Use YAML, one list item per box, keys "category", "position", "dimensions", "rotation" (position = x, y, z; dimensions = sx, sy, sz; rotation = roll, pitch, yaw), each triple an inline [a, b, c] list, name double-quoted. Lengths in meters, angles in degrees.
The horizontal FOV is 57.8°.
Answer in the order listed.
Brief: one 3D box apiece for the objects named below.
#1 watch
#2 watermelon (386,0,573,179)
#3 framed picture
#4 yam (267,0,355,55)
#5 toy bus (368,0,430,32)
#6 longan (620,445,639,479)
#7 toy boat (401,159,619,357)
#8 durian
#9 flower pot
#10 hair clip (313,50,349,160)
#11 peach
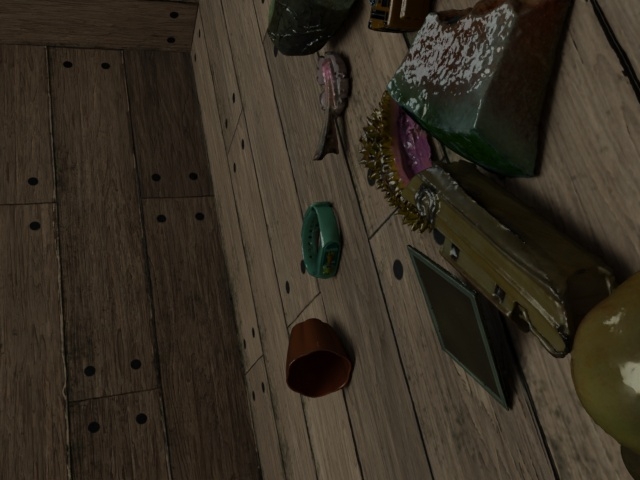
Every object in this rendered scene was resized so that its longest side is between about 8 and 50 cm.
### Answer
- category: "watch"
  position: [0.000, 0.000, 1.705]
  dimensions: [0.195, 0.068, 0.236]
  rotation: [-117, 27, -48]
- category: "watermelon"
  position: [0.234, -0.253, 0.939]
  dimensions: [0.264, 0.151, 0.301]
  rotation: [-132, 42, -58]
- category: "framed picture"
  position: [0.246, 0.150, 1.030]
  dimensions: [0.217, 0.017, 0.274]
  rotation: [46, 162, 58]
- category: "yam"
  position: [-0.029, -0.600, 1.477]
  dimensions: [0.201, 0.202, 0.271]
  rotation: [51, 155, -10]
- category: "toy bus"
  position: [0.165, -0.510, 1.137]
  dimensions: [0.114, 0.098, 0.200]
  rotation: [-132, 44, -58]
- category: "longan"
  position: [0.411, 0.247, 0.678]
  dimensions: [0.113, 0.092, 0.113]
  rotation: [-43, 37, 44]
- category: "toy boat"
  position: [0.271, 0.010, 0.896]
  dimensions: [0.445, 0.136, 0.162]
  rotation: [-126, 32, -48]
- category: "durian"
  position: [0.152, -0.154, 1.221]
  dimensions: [0.191, 0.112, 0.340]
  rotation: [127, 132, -56]
- category: "flower pot"
  position: [-0.016, 0.324, 1.673]
  dimensions: [0.173, 0.191, 0.190]
  rotation: [-104, 20, -54]
- category: "hair clip"
  position: [0.025, -0.354, 1.552]
  dimensions: [0.173, 0.069, 0.300]
  rotation: [170, 106, -67]
- category: "peach"
  position: [0.368, 0.121, 0.609]
  dimensions: [0.232, 0.233, 0.232]
  rotation: [176, 90, -68]
